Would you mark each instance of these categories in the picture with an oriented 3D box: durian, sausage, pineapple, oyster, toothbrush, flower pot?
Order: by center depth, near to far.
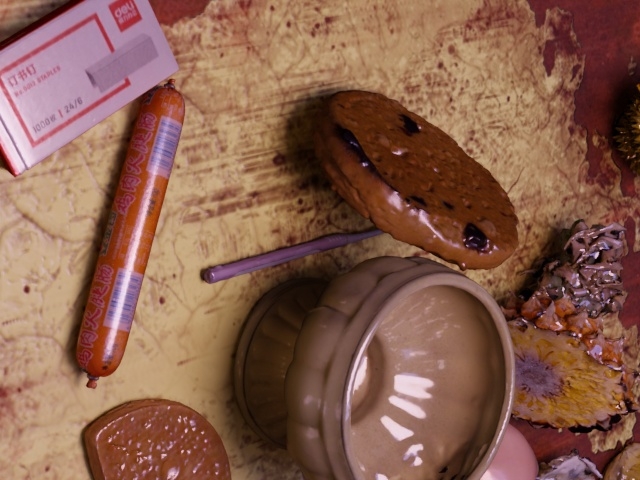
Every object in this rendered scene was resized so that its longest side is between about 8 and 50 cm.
[{"bbox_3d":[-0.205,-0.010,1.406,0.053,0.053,0.347,19,81,-40],"label":"sausage"},{"bbox_3d":[0.052,0.164,1.520,0.308,0.244,0.307,-6,99,-39],"label":"flower pot"},{"bbox_3d":[0.000,0.000,1.603,0.354,0.024,0.029,-16,99,-39],"label":"toothbrush"},{"bbox_3d":[0.350,0.091,1.809,0.262,0.263,0.271,52,49,-31],"label":"pineapple"},{"bbox_3d":[0.321,0.405,1.880,0.214,0.083,0.222,-3,101,-37],"label":"oyster"},{"bbox_3d":[0.506,-0.170,1.950,0.237,0.138,0.193,41,71,-38],"label":"durian"}]

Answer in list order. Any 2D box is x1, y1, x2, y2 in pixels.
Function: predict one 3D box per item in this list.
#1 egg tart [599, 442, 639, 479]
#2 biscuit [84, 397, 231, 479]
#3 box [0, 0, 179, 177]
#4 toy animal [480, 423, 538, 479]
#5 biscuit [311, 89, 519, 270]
[{"bbox_3d":[0.508,0.439,2.040,0.252,0.098,0.231,-37,120,-36],"label":"egg tart"},{"bbox_3d":[-0.176,0.254,1.470,0.221,0.029,0.142,36,72,-36],"label":"biscuit"},{"bbox_3d":[-0.260,-0.173,1.345,0.229,0.050,0.123,-39,117,-32],"label":"box"},{"bbox_3d":[0.171,0.380,1.672,0.269,0.237,0.326,16,79,-50],"label":"toy animal"},{"bbox_3d":[0.111,-0.070,1.566,0.296,0.296,0.075,15,126,-41],"label":"biscuit"}]
